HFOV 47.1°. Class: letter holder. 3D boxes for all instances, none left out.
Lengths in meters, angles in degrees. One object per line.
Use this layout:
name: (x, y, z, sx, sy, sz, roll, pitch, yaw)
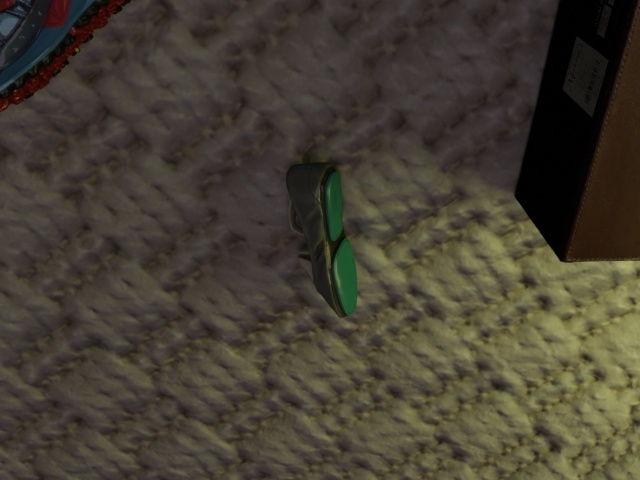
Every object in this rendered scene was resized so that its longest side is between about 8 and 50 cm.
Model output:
letter holder: (0.363, -0.142, 0.786, 0.214, 0.152, 0.302, 0, 121, -8)

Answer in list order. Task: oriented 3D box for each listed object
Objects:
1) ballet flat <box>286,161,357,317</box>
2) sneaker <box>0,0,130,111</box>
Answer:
ballet flat: (0.000, 0.000, 0.898, 0.068, 0.072, 0.213, 6, 124, 24)
sneaker: (-0.298, -0.224, 0.722, 0.262, 0.104, 0.125, -38, 100, 12)
